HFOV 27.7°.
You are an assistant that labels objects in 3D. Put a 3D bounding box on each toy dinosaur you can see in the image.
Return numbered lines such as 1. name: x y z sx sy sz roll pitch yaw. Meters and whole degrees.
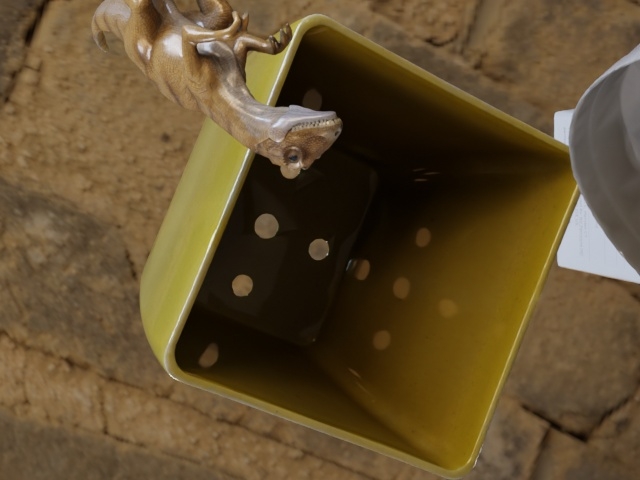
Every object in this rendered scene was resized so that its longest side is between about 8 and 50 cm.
1. toy dinosaur: -0.074 -0.097 0.599 0.064 0.211 0.112 -17 -53 -32

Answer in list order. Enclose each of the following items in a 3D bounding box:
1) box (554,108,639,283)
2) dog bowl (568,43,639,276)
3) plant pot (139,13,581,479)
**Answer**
1. box: 0.424 -0.045 1.267 0.215 0.345 0.168 -10 -77 -31
2. dog bowl: 0.298 -0.012 0.630 0.349 0.348 0.102 43 -108 -28
3. plant pot: 0.000 0.000 0.819 0.212 0.187 0.212 24 -94 -27
